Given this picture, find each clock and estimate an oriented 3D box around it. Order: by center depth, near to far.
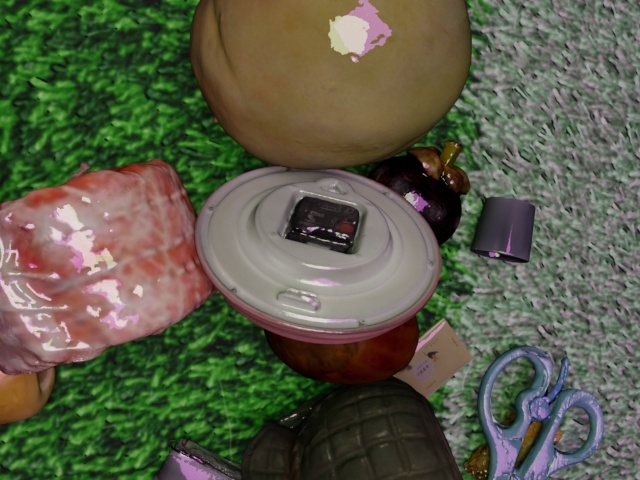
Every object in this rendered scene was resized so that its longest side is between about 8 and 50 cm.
[{"bbox_3d":[0.000,-0.001,0.532,0.244,0.244,0.056,-1,131,-14],"label":"clock"}]

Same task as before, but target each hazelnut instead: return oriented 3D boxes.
[{"bbox_3d":[0.025,0.081,0.627,0.178,0.204,0.178,-17,118,-37],"label":"hazelnut"}]

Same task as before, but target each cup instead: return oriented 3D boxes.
[{"bbox_3d":[0.261,-0.012,0.748,0.100,0.078,0.077,20,82,-48],"label":"cup"}]

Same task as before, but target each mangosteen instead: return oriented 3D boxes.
[{"bbox_3d":[0.124,-0.060,0.668,0.137,0.137,0.151,34,107,-14],"label":"mangosteen"}]

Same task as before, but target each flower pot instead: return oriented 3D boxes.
[{"bbox_3d":[0.061,0.303,0.613,0.213,0.302,0.302,-24,99,4],"label":"flower pot"}]

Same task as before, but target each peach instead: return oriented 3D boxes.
[{"bbox_3d":[0.010,-0.201,0.562,0.292,0.292,0.247,13,114,-15],"label":"peach"}]

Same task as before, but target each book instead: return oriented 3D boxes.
[{"bbox_3d":[0.153,0.172,0.753,0.111,0.014,0.077,-38,101,-10],"label":"book"}]

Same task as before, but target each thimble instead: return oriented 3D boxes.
[{"bbox_3d":[-0.231,0.019,0.537,0.239,0.239,0.162,-21,97,-13],"label":"thimble"}]

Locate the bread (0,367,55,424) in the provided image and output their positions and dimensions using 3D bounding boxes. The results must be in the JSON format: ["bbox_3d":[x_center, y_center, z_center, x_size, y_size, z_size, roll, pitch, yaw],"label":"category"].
[{"bbox_3d":[-0.450,0.138,0.560,0.305,0.091,0.142,-2,99,-14],"label":"bread"}]

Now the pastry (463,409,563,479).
[{"bbox_3d":[0.278,0.300,0.771,0.080,0.056,0.140,44,84,-1],"label":"pastry"}]

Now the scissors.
[{"bbox_3d":[0.246,0.327,0.718,0.180,0.032,0.393,32,77,5],"label":"scissors"}]

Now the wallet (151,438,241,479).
[{"bbox_3d":[-0.169,0.377,0.654,0.170,0.069,0.231,33,85,-9],"label":"wallet"}]
